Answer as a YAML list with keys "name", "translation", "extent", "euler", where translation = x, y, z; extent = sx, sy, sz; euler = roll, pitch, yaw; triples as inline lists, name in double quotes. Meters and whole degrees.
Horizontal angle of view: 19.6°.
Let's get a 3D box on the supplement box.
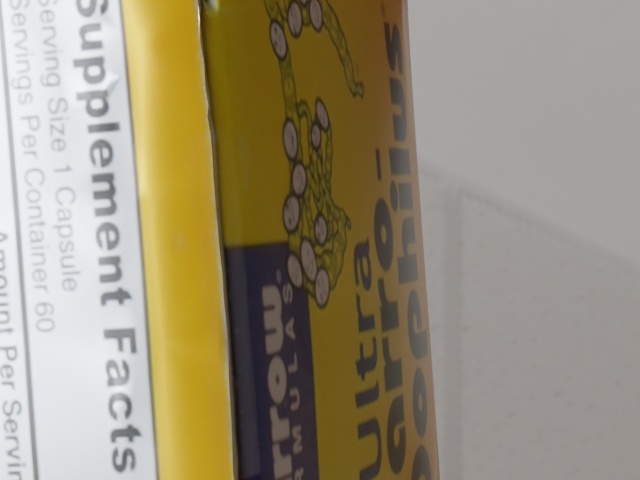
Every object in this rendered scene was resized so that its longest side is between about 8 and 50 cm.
- name: "supplement box"
  translation: [-0.159, 0.020, 0.584]
  extent: [0.195, 0.357, 0.194]
  euler: [-8, -86, -72]
